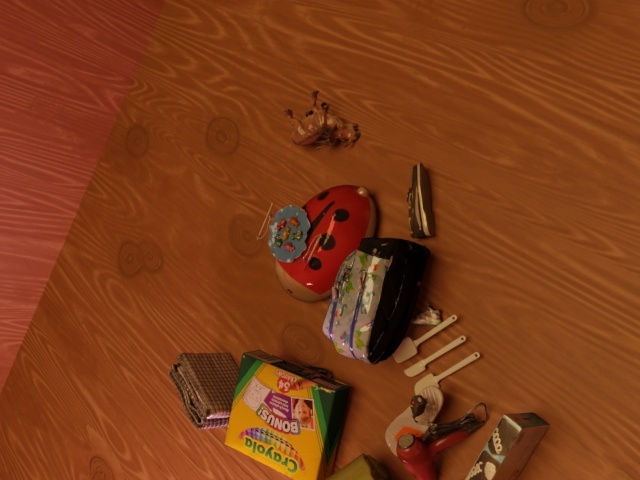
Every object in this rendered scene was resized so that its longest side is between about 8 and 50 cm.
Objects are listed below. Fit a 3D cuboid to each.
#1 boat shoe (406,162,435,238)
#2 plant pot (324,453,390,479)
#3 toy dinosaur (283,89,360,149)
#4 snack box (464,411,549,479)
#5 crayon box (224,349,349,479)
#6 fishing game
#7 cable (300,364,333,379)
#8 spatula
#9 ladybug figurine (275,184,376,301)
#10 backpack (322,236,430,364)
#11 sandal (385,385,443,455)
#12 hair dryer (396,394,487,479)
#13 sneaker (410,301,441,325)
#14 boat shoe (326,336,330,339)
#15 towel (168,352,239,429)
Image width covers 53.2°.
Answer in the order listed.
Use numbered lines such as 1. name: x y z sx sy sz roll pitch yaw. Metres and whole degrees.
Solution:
1. boat shoe: 0.291 -0.120 1.919 0.068 0.081 0.228 -12 75 33
2. plant pot: 0.090 0.745 1.779 0.254 0.276 0.276 -43 54 1
3. toy dinosaur: -0.023 -0.381 2.215 0.295 0.127 0.200 -21 74 40
4. snack box: 0.431 0.575 1.578 0.060 0.187 0.322 34 102 39
5. crayon box: -0.112 0.555 2.026 0.363 0.106 0.313 15 95 31
6. fishing game: -0.106 -0.023 2.038 0.264 0.041 0.189 38 107 40
7. cable: -0.038 0.484 2.081 0.184 0.047 0.150 -2 84 35
8. spatula: 0.323 0.324 1.815 0.242 0.019 0.168 -41 62 30
9. ladybug figurine: 0.000 0.000 2.077 0.305 0.162 0.449 47 109 36
10. backpack: 0.156 0.174 1.830 0.273 0.290 0.355 2 88 28
11. sandal: 0.281 0.507 1.784 0.265 0.076 0.102 -58 48 29
12. hair dryer: 0.314 0.550 1.700 0.080 0.223 0.293 -93 15 -65
13. sneaker: 0.307 0.212 1.863 0.098 0.038 0.069 0 78 30
14. boat shoe: 0.108 0.251 2.013 0.065 0.075 0.206 41 105 -7
15. towel: -0.377 0.522 2.223 0.284 0.235 0.121 48 114 35
